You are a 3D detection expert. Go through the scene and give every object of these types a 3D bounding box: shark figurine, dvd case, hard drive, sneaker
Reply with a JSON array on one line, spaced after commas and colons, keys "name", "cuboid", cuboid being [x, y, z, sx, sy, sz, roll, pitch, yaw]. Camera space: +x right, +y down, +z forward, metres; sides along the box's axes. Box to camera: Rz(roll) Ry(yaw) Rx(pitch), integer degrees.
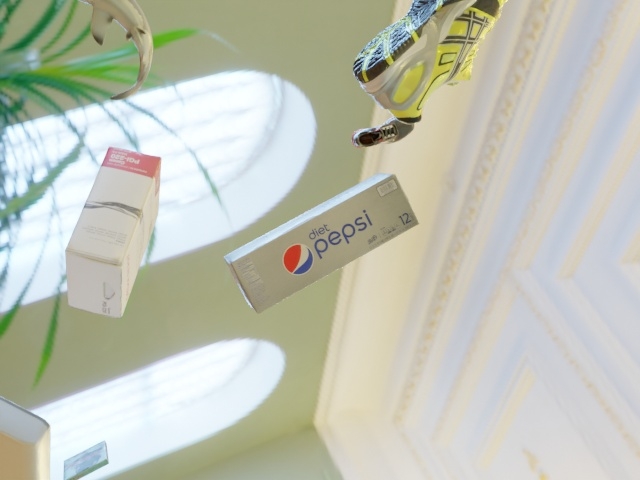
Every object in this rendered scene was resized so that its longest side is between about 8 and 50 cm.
[{"name": "shark figurine", "cuboid": [-0.348, -0.391, 1.822, 0.116, 0.166, 0.278, -100, 166, -55]}, {"name": "dvd case", "cuboid": [-0.431, 0.408, 1.867, 0.013, 0.087, 0.119, 65, -9, -10]}, {"name": "hard drive", "cuboid": [-0.472, 0.311, 1.369, 0.233, 0.047, 0.353, 24, -45, 9]}, {"name": "sneaker", "cuboid": [0.153, -0.253, 2.425, 0.065, 0.158, 0.061, -97, 167, -79]}, {"name": "sneaker", "cuboid": [0.225, -0.361, 1.784, 0.147, 0.384, 0.145, 54, -14, -27]}]

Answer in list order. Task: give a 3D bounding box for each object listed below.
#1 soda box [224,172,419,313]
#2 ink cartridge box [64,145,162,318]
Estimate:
[{"name": "soda box", "cuboid": [0.000, 0.000, 1.557, 0.091, 0.286, 0.098, 63, -8, -10]}, {"name": "ink cartridge box", "cuboid": [-0.320, -0.012, 1.581, 0.158, 0.092, 0.218, 105, -4, -52]}]
